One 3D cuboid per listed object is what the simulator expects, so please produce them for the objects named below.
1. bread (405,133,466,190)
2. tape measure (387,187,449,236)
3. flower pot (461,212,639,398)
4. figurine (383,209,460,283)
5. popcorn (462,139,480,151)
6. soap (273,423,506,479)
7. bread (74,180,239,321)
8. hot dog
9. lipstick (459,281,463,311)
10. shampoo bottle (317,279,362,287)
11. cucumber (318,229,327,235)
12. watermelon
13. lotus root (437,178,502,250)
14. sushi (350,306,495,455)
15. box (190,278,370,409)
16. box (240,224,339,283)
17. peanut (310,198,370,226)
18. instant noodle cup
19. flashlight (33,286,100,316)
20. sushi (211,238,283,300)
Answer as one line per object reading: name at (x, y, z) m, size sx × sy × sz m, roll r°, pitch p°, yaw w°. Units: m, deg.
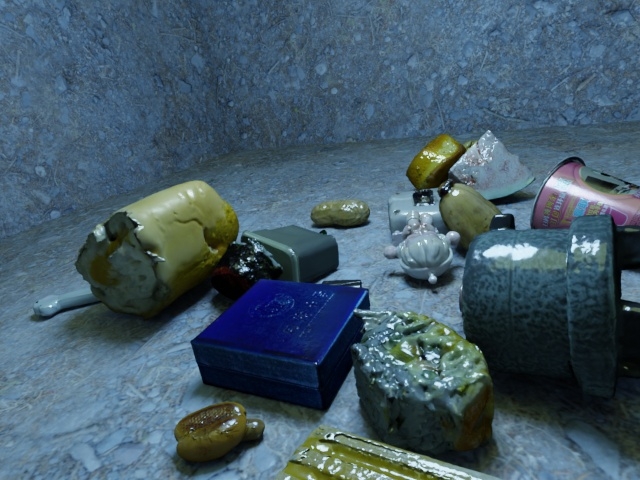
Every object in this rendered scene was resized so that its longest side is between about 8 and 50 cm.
bread at (0.457, -0.294, 1.704) m, size 0.146 × 0.268 × 0.268 m, roll 46°, pitch 47°, yaw 16°
tape measure at (0.347, -0.089, 1.379) m, size 0.258 × 0.130 × 0.265 m, roll -4°, pitch 23°, yaw 9°
flower pot at (0.410, 0.091, 0.707) m, size 0.282 × 0.299 × 0.299 m, roll -2°, pitch 22°, yaw 37°
figurine at (0.261, 0.026, 1.138) m, size 0.181 × 0.145 × 0.257 m, roll 14°, pitch 22°, yaw 3°
popcorn at (0.685, -0.361, 1.897) m, size 0.163 × 0.140 × 0.194 m, roll 28°, pitch 45°, yaw 11°
soap at (0.073, 0.331, 0.500) m, size 0.274 × 0.089 × 0.173 m, roll 4°, pitch 26°, yaw 31°
bread at (-0.403, 0.025, 1.188) m, size 0.361 × 0.250 × 0.394 m, roll -36°, pitch -1°, yaw 39°
hot dog at (-0.164, 0.309, 0.703) m, size 0.140 × 0.060 × 0.090 m, roll -22°, pitch 28°, yaw -12°
lipstick at (0.421, 0.127, 0.884) m, size 0.254 × 0.070 × 0.070 m, roll 3°, pitch 25°, yaw 28°
shampoo bottle at (0.038, 0.119, 1.123) m, size 0.137 × 0.027 × 0.048 m, roll -4°, pitch 20°, yaw 14°
cucumber at (0.000, 0.000, 1.428) m, size 0.036 × 0.033 × 0.184 m, roll -24°, pitch 17°, yaw 13°
watermelon at (0.599, -0.251, 1.576) m, size 0.193 × 0.231 × 0.310 m, roll -47°, pitch 36°, yaw 4°
lotus root at (0.416, -0.056, 1.187) m, size 0.140 × 0.257 × 0.154 m, roll -44°, pitch 2°, yaw 24°
sushi at (0.144, 0.214, 0.693) m, size 0.184 × 0.140 × 0.274 m, roll -13°, pitch 19°, yaw -15°
box at (-0.066, 0.190, 0.883) m, size 0.278 × 0.116 × 0.261 m, roll 3°, pitch 24°, yaw 26°
box at (-0.091, 0.038, 1.259) m, size 0.178 × 0.138 × 0.274 m, roll -19°, pitch 25°, yaw -37°
peanut at (0.068, -0.098, 1.557) m, size 0.225 × 0.095 × 0.108 m, roll -1°, pitch 20°, yaw 23°
instant noodle cup at (0.699, -0.063, 1.065) m, size 0.243 × 0.244 × 0.255 m, roll -19°, pitch 32°, yaw -24°
flashlight at (-0.733, 0.177, 1.280) m, size 0.200 × 0.048 × 0.093 m, roll -14°, pitch 22°, yaw -18°
sushi at (-0.197, 0.081, 1.135) m, size 0.225 × 0.136 × 0.126 m, roll -12°, pitch 35°, yaw 55°
